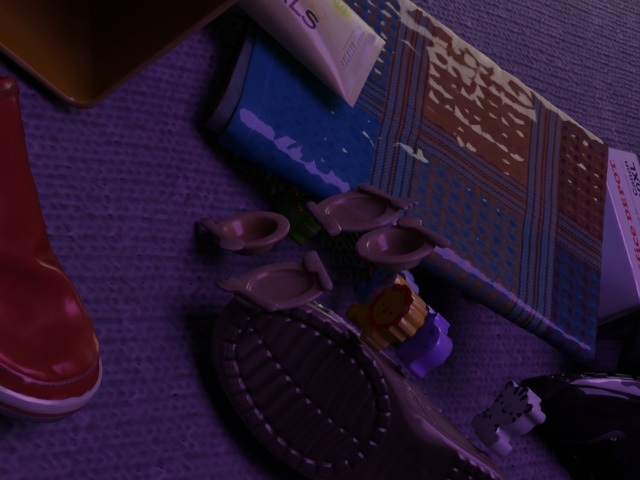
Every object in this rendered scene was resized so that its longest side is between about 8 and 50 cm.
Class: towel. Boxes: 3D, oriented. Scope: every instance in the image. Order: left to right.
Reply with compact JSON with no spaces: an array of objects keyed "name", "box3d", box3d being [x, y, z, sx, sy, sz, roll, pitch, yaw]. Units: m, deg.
[{"name":"towel","box3d":[0.087,-0.083,1.226,0.370,0.040,0.271,33,44,-18]}]

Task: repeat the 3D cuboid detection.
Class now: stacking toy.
[{"name":"stacking toy","box3d":[0.062,0.051,1.102,0.167,0.052,0.221,42,6,-34]}]

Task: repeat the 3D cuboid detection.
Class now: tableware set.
[{"name":"tableware set","box3d":[0.000,0.000,1.028,0.169,0.141,0.020,-15,118,-19]}]

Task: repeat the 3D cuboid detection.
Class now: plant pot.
[{"name":"plant pot","box3d":[-0.150,-0.253,0.948,0.212,0.212,0.187,40,28,-35]}]

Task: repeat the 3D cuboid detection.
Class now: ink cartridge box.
[{"name":"ink cartridge box","box3d":[0.315,0.006,1.530,0.237,0.100,0.172,4,67,-53]}]

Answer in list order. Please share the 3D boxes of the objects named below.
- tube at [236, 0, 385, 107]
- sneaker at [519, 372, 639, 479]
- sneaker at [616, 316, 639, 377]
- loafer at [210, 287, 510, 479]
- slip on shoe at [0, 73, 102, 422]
[{"name":"tube","box3d":[-0.047,-0.207,1.132,0.240,0.062,0.070,42,84,-15]},{"name":"sneaker","box3d":[0.288,0.205,1.376,0.283,0.107,0.124,24,66,-39]},{"name":"sneaker","box3d":[0.398,0.131,1.461,0.130,0.109,0.286,32,15,33]},{"name":"loafer","box3d":[0.025,0.129,1.058,0.268,0.102,0.092,43,0,-18]},{"name":"slip on shoe","box3d":[-0.209,-0.048,0.820,0.331,0.101,0.123,64,31,-7]}]
